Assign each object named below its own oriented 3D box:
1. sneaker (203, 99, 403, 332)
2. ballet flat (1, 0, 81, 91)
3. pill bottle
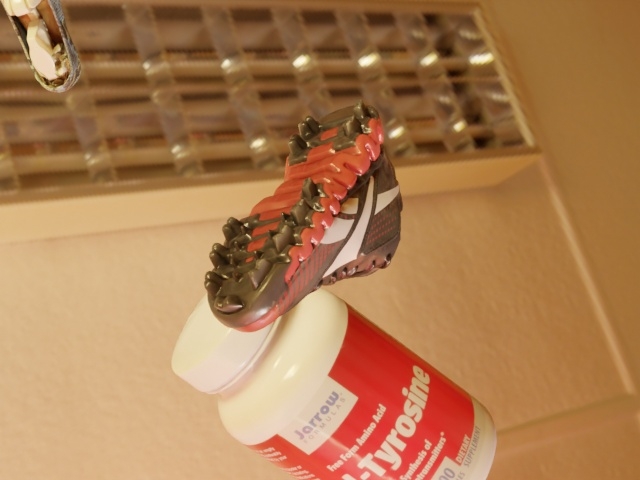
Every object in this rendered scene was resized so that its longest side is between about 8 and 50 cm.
[{"bbox_3d":[0.000,0.000,0.993,0.135,0.097,0.276,61,-142,-24],"label":"sneaker"},{"bbox_3d":[-0.330,-0.256,1.353,0.070,0.070,0.188,-50,-54,-42],"label":"ballet flat"},{"bbox_3d":[0.016,0.209,1.545,0.407,0.229,0.229,37,-131,-20],"label":"pill bottle"}]
